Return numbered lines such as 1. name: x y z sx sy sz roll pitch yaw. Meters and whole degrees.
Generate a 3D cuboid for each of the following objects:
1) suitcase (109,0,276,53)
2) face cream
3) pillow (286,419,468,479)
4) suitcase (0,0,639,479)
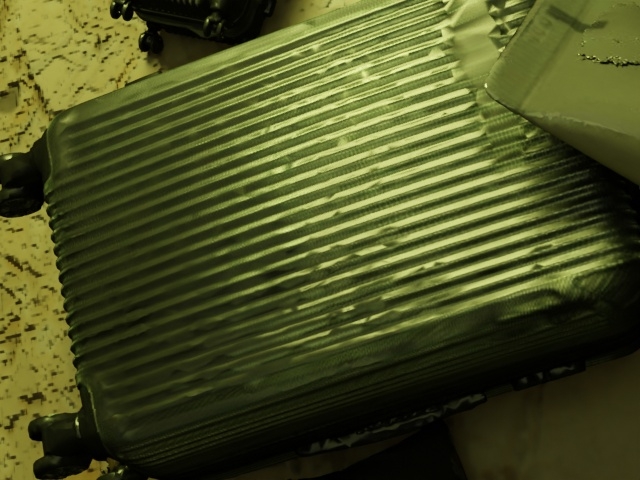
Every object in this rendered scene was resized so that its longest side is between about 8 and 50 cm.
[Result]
1. suitcase: -0.063 -0.172 0.715 0.086 0.059 0.126 15 77 19
2. face cream: 0.228 -0.025 0.521 0.314 0.089 0.143 33 52 4
3. pillow: 0.052 0.162 0.585 0.090 0.048 0.150 -31 65 10
4. suitcase: 0.000 0.000 0.604 0.312 0.128 0.202 -18 68 10
